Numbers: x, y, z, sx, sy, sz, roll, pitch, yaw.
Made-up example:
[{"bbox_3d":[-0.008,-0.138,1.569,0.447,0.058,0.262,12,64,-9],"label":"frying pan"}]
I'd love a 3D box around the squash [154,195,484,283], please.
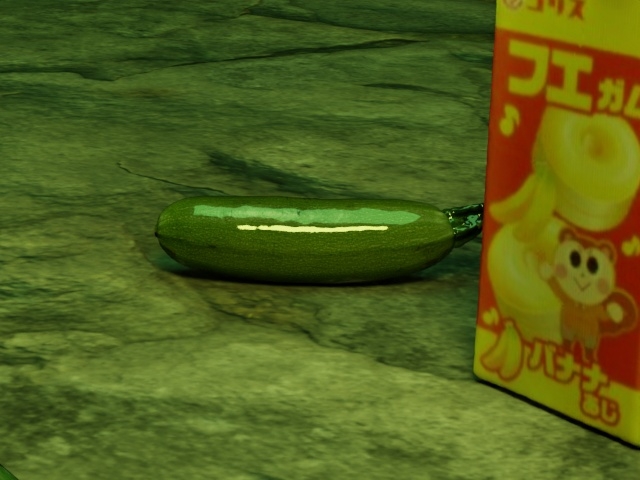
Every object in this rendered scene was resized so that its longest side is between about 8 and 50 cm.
[{"bbox_3d":[0.000,0.000,1.180,0.252,0.066,0.066,1,17,-1],"label":"squash"}]

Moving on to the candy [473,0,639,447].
[{"bbox_3d":[0.178,-0.029,0.944,0.088,0.276,0.146,-13,22,-38],"label":"candy"}]

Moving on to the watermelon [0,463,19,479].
[{"bbox_3d":[-0.179,0.153,0.578,0.305,0.224,0.180,8,63,12],"label":"watermelon"}]
